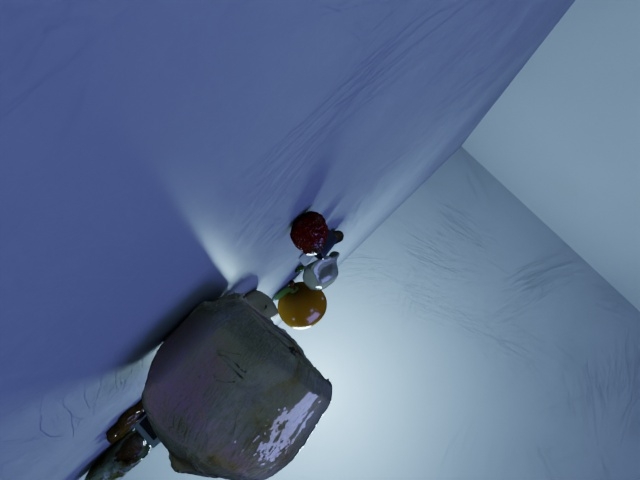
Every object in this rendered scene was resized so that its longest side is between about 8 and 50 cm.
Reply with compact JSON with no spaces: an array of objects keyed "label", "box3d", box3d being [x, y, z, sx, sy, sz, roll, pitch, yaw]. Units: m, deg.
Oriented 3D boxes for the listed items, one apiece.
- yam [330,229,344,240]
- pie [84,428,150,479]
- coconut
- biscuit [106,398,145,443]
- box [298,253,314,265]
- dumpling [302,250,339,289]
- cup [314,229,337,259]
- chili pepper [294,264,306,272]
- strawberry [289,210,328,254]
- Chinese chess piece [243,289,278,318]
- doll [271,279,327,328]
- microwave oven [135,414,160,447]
[{"label":"yam","box3d":[0.042,-0.006,1.790,0.057,0.057,0.241,-47,172,14]},{"label":"pie","box3d":[-0.720,0.781,1.783,0.274,0.105,0.257,-42,-179,-20]},{"label":"coconut","box3d":[-0.198,0.341,1.095,0.404,0.404,0.404,-44,173,-7]},{"label":"biscuit","box3d":[-0.576,0.547,1.522,0.180,0.039,0.236,-39,173,-47]},{"label":"box","box3d":[-0.018,0.041,1.783,0.084,0.040,0.154,-49,173,15]},{"label":"dumpling","box3d":[0.003,0.118,1.969,0.162,0.132,0.250,-39,168,-23]},{"label":"cup","box3d":[0.000,0.000,1.553,0.077,0.078,0.100,-48,144,-20]},{"label":"chili pepper","box3d":[-0.066,0.096,1.875,0.083,0.027,0.022,-45,170,9]},{"label":"strawberry","box3d":[-0.023,-0.016,1.199,0.106,0.106,0.106,-44,173,-7]},{"label":"Chinese chess piece","box3d":[-0.248,0.267,1.514,0.273,0.102,0.273,-42,173,-7]},{"label":"doll","box3d":[-0.087,0.251,2.087,0.213,0.213,0.236,-42,131,-21]},{"label":"microwave oven","box3d":[-0.525,0.602,1.763,0.208,0.122,0.162,-45,172,3]}]
